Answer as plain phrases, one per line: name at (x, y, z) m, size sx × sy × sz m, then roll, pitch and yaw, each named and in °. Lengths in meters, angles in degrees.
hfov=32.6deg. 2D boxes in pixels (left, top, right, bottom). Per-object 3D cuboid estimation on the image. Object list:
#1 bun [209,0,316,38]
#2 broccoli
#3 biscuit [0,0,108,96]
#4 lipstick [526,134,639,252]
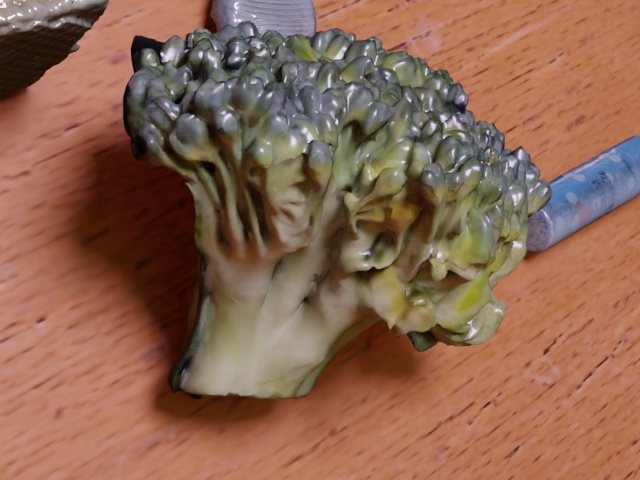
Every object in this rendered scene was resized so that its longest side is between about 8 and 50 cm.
bun at (-0.040, -0.149, 0.746) m, size 0.083 × 0.045 × 0.083 m, roll 9°, pitch 73°, yaw -31°
broccoli at (0.000, 0.000, 0.643) m, size 0.288 × 0.248 × 0.246 m, roll 15°, pitch 95°, yaw -22°
biscuit at (-0.239, -0.086, 0.538) m, size 0.252 × 0.150 × 0.052 m, roll -19°, pitch 90°, yaw -35°
lipstick at (0.219, -0.040, 0.896) m, size 0.158 × 0.048 × 0.048 m, roll -26°, pitch 96°, yaw -34°
